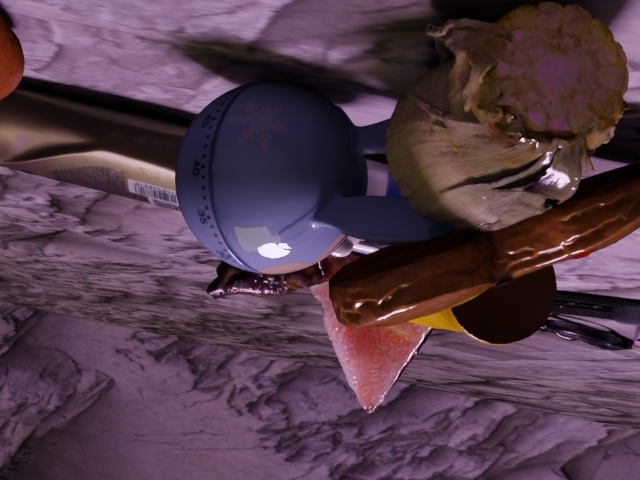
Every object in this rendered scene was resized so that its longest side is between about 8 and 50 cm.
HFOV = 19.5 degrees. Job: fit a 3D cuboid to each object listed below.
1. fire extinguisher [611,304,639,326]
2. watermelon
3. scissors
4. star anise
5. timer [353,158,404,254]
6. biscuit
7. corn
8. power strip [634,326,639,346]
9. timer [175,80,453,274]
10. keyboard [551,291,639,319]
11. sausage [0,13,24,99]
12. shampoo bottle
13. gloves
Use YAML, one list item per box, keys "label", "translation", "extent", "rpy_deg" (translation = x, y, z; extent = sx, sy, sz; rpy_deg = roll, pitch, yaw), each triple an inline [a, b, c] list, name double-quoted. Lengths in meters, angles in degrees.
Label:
- label: "fire extinguisher"
  translation: [0.504, 0.112, 1.912]
  extent: [0.376, 0.113, 0.200]
  rpy_deg: [16, 155, -19]
- label: "watermelon"
  translation: [0.090, 0.104, 2.386]
  extent: [0.207, 0.202, 0.136]
  rpy_deg: [10, -150, 39]
- label: "scissors"
  translation: [0.421, 0.147, 2.517]
  extent: [0.300, 0.022, 0.109]
  rpy_deg: [18, 174, -25]
- label: "star anise"
  translation: [0.000, 0.000, 2.029]
  extent: [0.272, 0.102, 0.272]
  rpy_deg: [-10, -178, 0]
- label: "timer"
  translation: [0.070, -0.027, 1.784]
  extent: [0.178, 0.078, 0.253]
  rpy_deg: [14, 174, -18]
- label: "biscuit"
  translation: [0.141, 0.009, 1.415]
  extent: [0.277, 0.052, 0.262]
  rpy_deg: [-19, -176, 1]
- label: "corn"
  translation: [0.116, -0.077, 1.237]
  extent: [0.122, 0.123, 0.305]
  rpy_deg: [8, 171, -6]
- label: "power strip"
  translation: [0.508, 0.132, 2.225]
  extent: [0.279, 0.037, 0.109]
  rpy_deg: [6, 168, 42]
- label: "timer"
  translation: [0.007, -0.041, 1.514]
  extent: [0.255, 0.175, 0.175]
  rpy_deg: [13, 171, 15]
- label: "keyboard"
  translation: [0.316, 0.079, 2.264]
  extent: [0.250, 0.017, 0.087]
  rpy_deg: [5, 166, 42]
- label: "sausage"
  translation: [-0.287, -0.162, 1.502]
  extent: [0.076, 0.076, 0.197]
  rpy_deg: [13, 170, 5]
- label: "shampoo bottle"
  translation: [-0.216, -0.090, 1.809]
  extent: [0.350, 0.084, 0.125]
  rpy_deg: [13, 169, 8]
- label: "gloves"
  translation: [0.137, 0.053, 2.004]
  extent: [0.133, 0.116, 0.294]
  rpy_deg: [10, 174, -17]
